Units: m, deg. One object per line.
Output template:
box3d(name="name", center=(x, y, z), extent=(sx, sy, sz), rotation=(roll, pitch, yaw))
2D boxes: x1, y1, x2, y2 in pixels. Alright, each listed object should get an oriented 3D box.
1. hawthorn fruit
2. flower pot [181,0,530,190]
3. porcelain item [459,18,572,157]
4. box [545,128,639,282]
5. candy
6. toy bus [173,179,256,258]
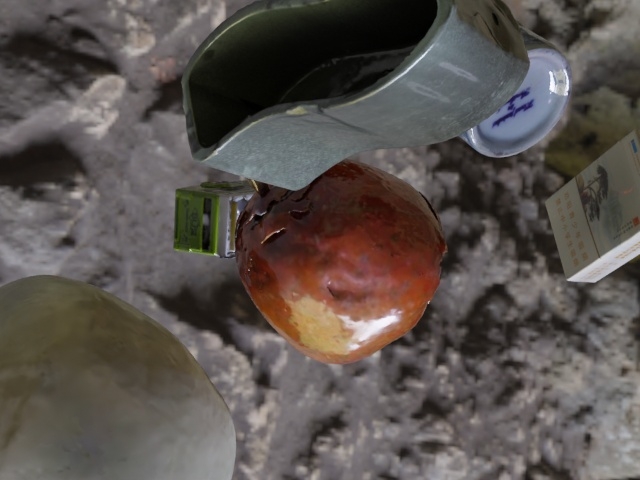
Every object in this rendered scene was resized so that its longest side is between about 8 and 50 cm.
box3d(name="hawthorn fruit", center=(0.000, 0.000, 1.394), extent=(0.307, 0.276, 0.276), rotation=(37, 51, -27))
box3d(name="flower pot", center=(0.020, -0.114, 0.727), extent=(0.108, 0.229, 0.103), rotation=(16, 64, -49))
box3d(name="porcelain item", center=(0.201, -0.183, 1.233), extent=(0.114, 0.147, 0.147), rotation=(50, -18, 44))
box3d(name="box", center=(0.450, -0.049, 1.633), extent=(0.233, 0.067, 0.149), rotation=(-46, -130, 53))
box3d(name="candy", center=(-0.295, 0.259, 1.394), extent=(0.427, 0.186, 0.386), rotation=(25, 73, -33))
box3d(name="toy bus", center=(-0.089, -0.038, 1.619), extent=(0.302, 0.139, 0.113), rotation=(-13, 109, -58))
